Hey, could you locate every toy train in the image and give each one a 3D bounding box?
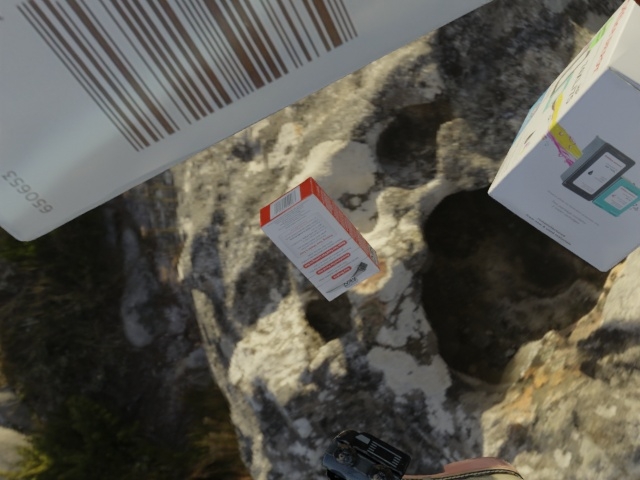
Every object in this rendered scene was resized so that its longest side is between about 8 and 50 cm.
[{"bbox_3d":[0.075,0.150,0.463,0.158,0.036,0.027,28,130,12],"label":"toy train"}]

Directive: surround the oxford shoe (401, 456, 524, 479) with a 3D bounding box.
[{"bbox_3d":[0.122,0.386,1.103,0.146,0.396,0.141,-154,52,-67],"label":"oxford shoe"}]

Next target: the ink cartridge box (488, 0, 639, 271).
[{"bbox_3d":[0.388,-0.138,1.084,0.197,0.198,0.270,34,144,-1],"label":"ink cartridge box"}]

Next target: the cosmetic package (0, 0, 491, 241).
[{"bbox_3d":[-0.145,-0.287,0.485,0.329,0.327,0.394,-28,49,6],"label":"cosmetic package"}]

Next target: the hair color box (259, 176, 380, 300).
[{"bbox_3d":[0.000,0.000,1.208,0.093,0.053,0.167,-32,120,16],"label":"hair color box"}]

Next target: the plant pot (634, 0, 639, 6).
[{"bbox_3d":[0.263,-0.366,0.651,0.235,0.267,0.267,32,125,-7],"label":"plant pot"}]
